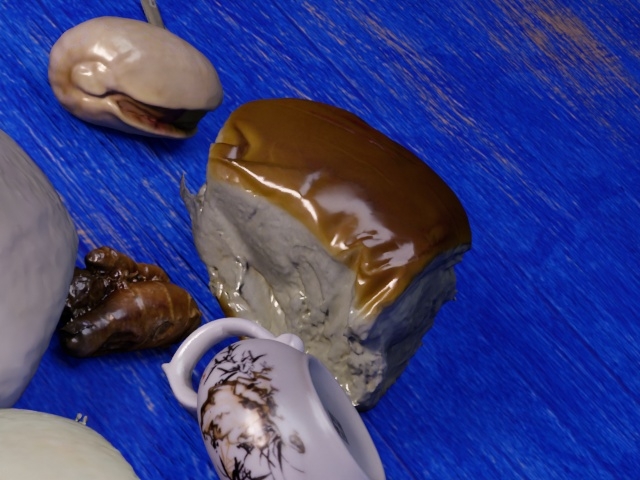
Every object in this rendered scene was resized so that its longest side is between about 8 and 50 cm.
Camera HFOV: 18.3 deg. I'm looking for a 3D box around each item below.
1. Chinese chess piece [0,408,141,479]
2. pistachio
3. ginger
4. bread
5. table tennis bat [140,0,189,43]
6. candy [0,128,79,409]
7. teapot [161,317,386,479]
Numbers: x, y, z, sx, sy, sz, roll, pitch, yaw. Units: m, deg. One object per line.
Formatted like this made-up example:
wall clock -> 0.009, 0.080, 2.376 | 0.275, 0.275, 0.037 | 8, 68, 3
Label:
Chinese chess piece -> -0.192, 0.277, 1.195 | 0.146, 0.349, 0.349 | -7, 50, -31
pistachio -> -0.191, -0.174, 2.070 | 0.200, 0.117, 0.145 | 6, 37, -44
ginger -> -0.185, 0.051, 1.800 | 0.162, 0.073, 0.103 | -8, 51, -51
bread -> 0.000, 0.000, 1.921 | 0.279, 0.225, 0.250 | 38, 28, 9
table tennis bat -> -0.181, -0.227, 2.265 | 0.087, 0.013, 0.156 | 12, 39, -34
candy -> -0.391, -0.026, 1.587 | 0.427, 0.186, 0.386 | 35, 33, -1
teapot -> -0.042, 0.178, 1.723 | 0.208, 0.166, 0.300 | 34, 14, -43
